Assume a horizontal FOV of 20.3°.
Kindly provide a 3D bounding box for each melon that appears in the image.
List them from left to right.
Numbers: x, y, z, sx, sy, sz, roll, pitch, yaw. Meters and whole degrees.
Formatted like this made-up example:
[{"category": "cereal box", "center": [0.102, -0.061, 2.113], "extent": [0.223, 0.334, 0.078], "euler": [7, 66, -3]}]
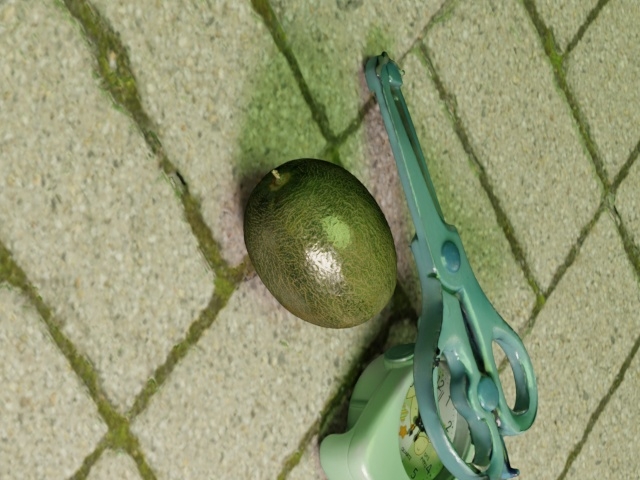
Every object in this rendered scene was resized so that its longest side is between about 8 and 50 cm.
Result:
[{"category": "melon", "center": [0.000, 0.000, 1.440], "extent": [0.114, 0.114, 0.167], "euler": [-57, 133, -31]}]

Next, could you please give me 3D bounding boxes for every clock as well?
[{"category": "clock", "center": [0.083, 0.164, 1.595], "extent": [0.148, 0.060, 0.189], "euler": [55, 53, -36]}]

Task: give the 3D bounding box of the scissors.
[{"category": "scissors", "center": [0.104, 0.025, 1.572], "extent": [0.180, 0.032, 0.393], "euler": [-23, 96, -56]}]
